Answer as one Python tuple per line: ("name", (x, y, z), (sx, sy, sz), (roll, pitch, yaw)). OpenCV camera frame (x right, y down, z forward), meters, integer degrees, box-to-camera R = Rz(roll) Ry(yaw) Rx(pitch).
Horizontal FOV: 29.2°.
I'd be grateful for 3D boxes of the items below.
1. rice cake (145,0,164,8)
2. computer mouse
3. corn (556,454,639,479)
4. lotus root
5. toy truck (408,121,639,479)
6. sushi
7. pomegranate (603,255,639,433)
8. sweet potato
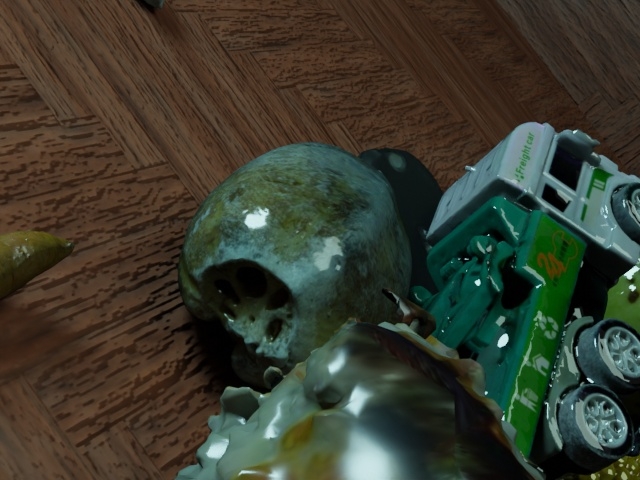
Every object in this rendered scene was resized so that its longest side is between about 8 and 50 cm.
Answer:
("rice cake", (-0.223, -0.315, 1.077), (0.270, 0.049, 0.055), (45, 45, -13))
("computer mouse", (0.075, 0.022, 1.090), (0.122, 0.073, 0.217), (1, 62, -42))
("corn", (0.319, 0.299, 1.050), (0.387, 0.144, 0.144), (45, 23, -18))
("lotus root", (0.000, 0.000, 0.904), (0.158, 0.140, 0.322), (49, 20, -4))
("toy truck", (0.150, 0.064, 0.959), (0.178, 0.176, 0.363), (38, 47, -9))
("sushi", (0.084, 0.216, 0.579), (0.417, 0.176, 0.417), (53, 1, -1))
("pomegranate", (0.387, 0.062, 1.274), (0.285, 0.340, 0.285), (44, 20, -20))
("sweet potato", (-0.192, 0.020, 0.637), (0.044, 0.044, 0.179), (56, 30, 12))
